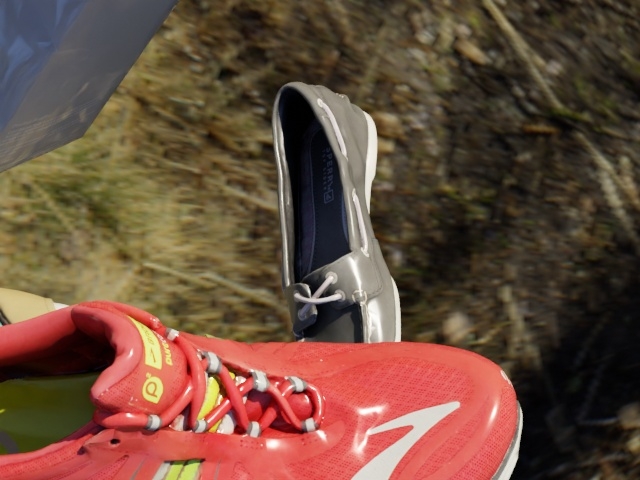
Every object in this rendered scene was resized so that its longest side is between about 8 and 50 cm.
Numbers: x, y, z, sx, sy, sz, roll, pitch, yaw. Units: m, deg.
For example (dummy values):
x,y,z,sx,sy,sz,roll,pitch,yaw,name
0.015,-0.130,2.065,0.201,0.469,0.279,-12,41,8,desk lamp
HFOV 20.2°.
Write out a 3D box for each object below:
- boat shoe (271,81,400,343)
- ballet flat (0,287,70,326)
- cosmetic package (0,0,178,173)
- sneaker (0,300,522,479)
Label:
x,y,z,sx,sy,sz,roll,pitch,yaw,name
0.000,0.000,1.684,0.112,0.095,0.335,-27,52,33,boat shoe
-0.145,0.097,1.187,0.073,0.080,0.232,-35,54,-8,ballet flat
-0.181,-0.154,1.217,0.107,0.127,0.238,49,130,11,cosmetic package
-0.056,0.075,0.707,0.279,0.118,0.107,-4,53,-2,sneaker
